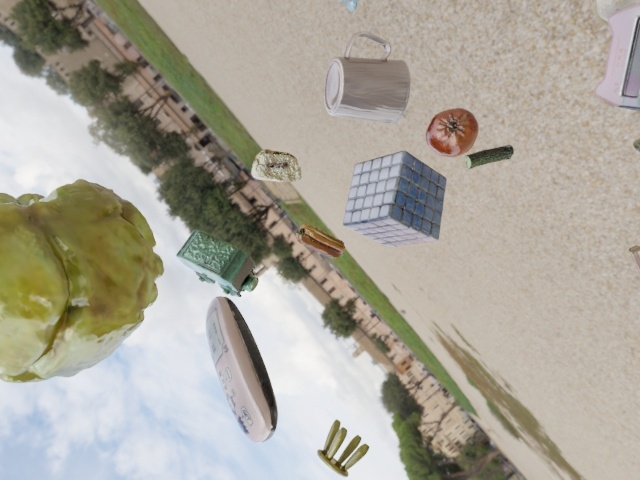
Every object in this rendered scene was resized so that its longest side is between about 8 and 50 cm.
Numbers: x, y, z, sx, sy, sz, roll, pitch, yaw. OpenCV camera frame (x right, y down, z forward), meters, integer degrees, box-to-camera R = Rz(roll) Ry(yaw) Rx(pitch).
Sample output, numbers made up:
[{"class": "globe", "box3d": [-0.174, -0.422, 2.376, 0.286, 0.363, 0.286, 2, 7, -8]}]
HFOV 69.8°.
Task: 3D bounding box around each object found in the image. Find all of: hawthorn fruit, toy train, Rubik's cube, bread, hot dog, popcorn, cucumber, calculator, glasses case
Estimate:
[{"class": "hawthorn fruit", "box3d": [0.440, -0.351, 1.523, 0.165, 0.165, 0.285, 49, -160, 5]}, {"class": "toy train", "box3d": [-0.370, 0.082, 1.691, 0.298, 0.167, 0.238, 22, 158, 19]}, {"class": "Rubik's cube", "box3d": [0.248, -0.130, 1.518, 0.237, 0.237, 0.238, 24, 161, -34]}, {"class": "bread", "box3d": [-0.120, -0.198, 1.222, 0.125, 0.082, 0.106, 3, -170, -22]}, {"class": "hot dog", "box3d": [0.000, 0.000, 1.459, 0.188, 0.072, 0.055, 28, -144, -26]}, {"class": "popcorn", "box3d": [-0.278, 0.040, 0.476, 0.183, 0.205, 0.221, 7, -168, 37]}, {"class": "cucumber", "box3d": [0.602, -0.303, 1.642, 0.058, 0.186, 0.058, 165, 90, -76]}, {"class": "calculator", "box3d": [0.679, -0.345, 0.873, 0.330, 0.048, 0.220, -122, 27, -62]}, {"class": "glasses case", "box3d": [-0.170, 0.259, 0.952, 0.075, 0.122, 0.315, -5, -127, -37]}, {"class": "glasses case", "box3d": [1.021, 0.101, 1.434, 0.170, 0.041, 0.064, 62, -169, -3]}]

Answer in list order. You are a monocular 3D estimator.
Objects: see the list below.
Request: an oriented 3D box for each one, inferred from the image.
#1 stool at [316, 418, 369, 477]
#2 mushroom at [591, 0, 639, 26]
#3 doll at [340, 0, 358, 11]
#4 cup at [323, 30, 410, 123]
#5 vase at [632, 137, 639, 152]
[{"class": "stool", "box3d": [0.063, 0.599, 1.321, 0.135, 0.111, 0.134, 26, 166, 39]}, {"class": "mushroom", "box3d": [0.838, -0.711, 1.179, 0.292, 0.292, 0.290, -134, 21, -89]}, {"class": "doll", "box3d": [0.039, -0.600, 1.035, 0.120, 0.075, 0.180, 131, 134, -60]}, {"class": "cup", "box3d": [0.174, -0.571, 1.649, 0.288, 0.272, 0.208, 108, 154, -44]}, {"class": "vase", "box3d": [0.890, -0.299, 0.964, 0.303, 0.328, 0.241, 93, 160, -49]}]
